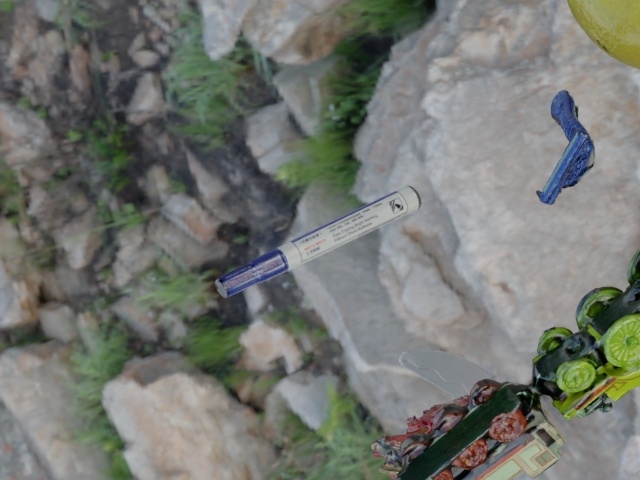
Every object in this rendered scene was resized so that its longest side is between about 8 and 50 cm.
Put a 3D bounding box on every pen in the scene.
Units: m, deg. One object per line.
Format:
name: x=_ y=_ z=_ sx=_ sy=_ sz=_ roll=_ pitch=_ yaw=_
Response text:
pen: x=0.000 y=0.000 z=1.002 sx=0.025 sy=0.204 sz=0.025 roll=46 pitch=150 yaw=37

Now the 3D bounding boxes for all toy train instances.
toy train: x=0.155 y=0.099 z=0.761 sx=0.249 sy=0.085 sz=0.053 roll=-39 pitch=32 yaw=7

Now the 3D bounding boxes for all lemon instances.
lemon: x=0.466 y=-0.349 z=1.593 sx=0.263 sy=0.236 sz=0.236 roll=50 pitch=131 yaw=19

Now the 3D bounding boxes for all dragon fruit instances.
dragon fruit: x=0.112 y=0.237 z=1.172 sx=0.153 sy=0.110 sz=0.153 roll=179 pitch=90 yaw=-65

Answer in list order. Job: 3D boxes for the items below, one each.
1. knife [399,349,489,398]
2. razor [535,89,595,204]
knife: x=0.186 y=0.182 z=1.405 sx=0.058 sy=0.244 sz=0.032 roll=-49 pitch=32 yaw=3
razor: x=0.316 y=-0.129 z=1.453 sx=0.056 sy=0.324 sz=0.093 roll=27 pitch=113 yaw=-1
